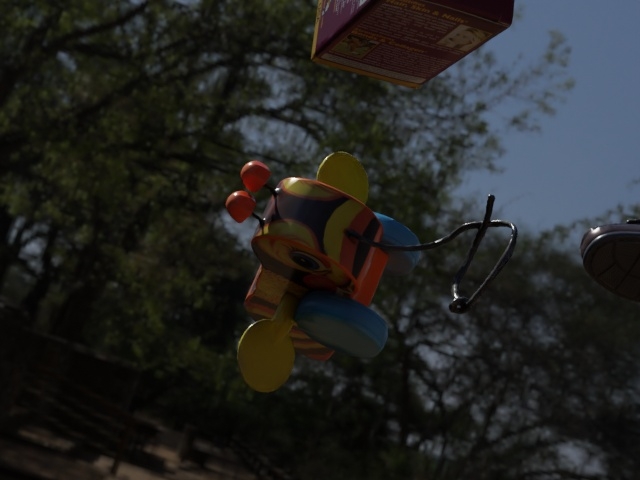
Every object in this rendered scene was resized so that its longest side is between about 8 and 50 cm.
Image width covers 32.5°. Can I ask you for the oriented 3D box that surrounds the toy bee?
[{"bbox_3d":[0.000,0.000,0.822,0.162,0.195,0.298,30,-46,-11],"label":"toy bee"}]

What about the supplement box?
[{"bbox_3d":[0.036,-0.099,0.453,0.055,0.043,0.083,13,-14,-20],"label":"supplement box"}]

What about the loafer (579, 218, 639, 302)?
[{"bbox_3d":[0.481,0.026,1.519,0.303,0.109,0.095,12,34,-20],"label":"loafer"}]
